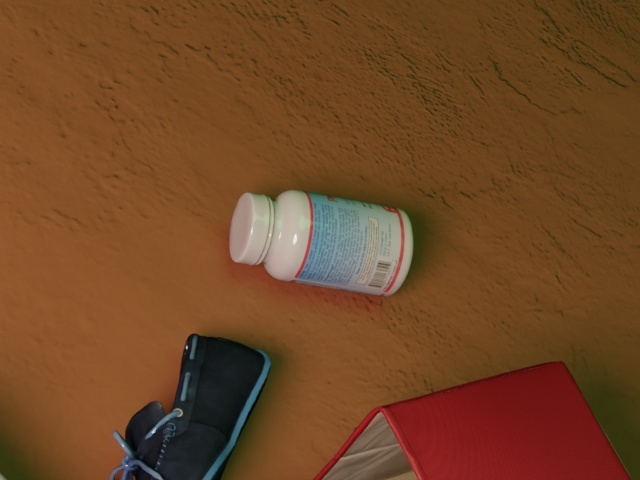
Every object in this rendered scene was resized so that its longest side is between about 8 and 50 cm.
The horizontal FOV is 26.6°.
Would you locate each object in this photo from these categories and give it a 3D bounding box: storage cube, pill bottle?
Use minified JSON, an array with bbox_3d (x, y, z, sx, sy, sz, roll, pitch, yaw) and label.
[{"bbox_3d":[0.126,0.231,1.094,0.193,0.183,0.215,-9,60,-33],"label":"storage cube"},{"bbox_3d":[0.000,0.000,1.274,0.160,0.087,0.087,10,51,-21],"label":"pill bottle"}]

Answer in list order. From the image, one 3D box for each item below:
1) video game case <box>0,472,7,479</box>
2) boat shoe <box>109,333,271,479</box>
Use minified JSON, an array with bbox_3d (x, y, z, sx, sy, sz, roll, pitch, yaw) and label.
[{"bbox_3d":[-0.253,0.307,0.874,0.329,0.036,0.300,49,46,-12],"label":"video game case"},{"bbox_3d":[-0.121,0.173,1.087,0.089,0.109,0.258,25,31,2],"label":"boat shoe"}]
